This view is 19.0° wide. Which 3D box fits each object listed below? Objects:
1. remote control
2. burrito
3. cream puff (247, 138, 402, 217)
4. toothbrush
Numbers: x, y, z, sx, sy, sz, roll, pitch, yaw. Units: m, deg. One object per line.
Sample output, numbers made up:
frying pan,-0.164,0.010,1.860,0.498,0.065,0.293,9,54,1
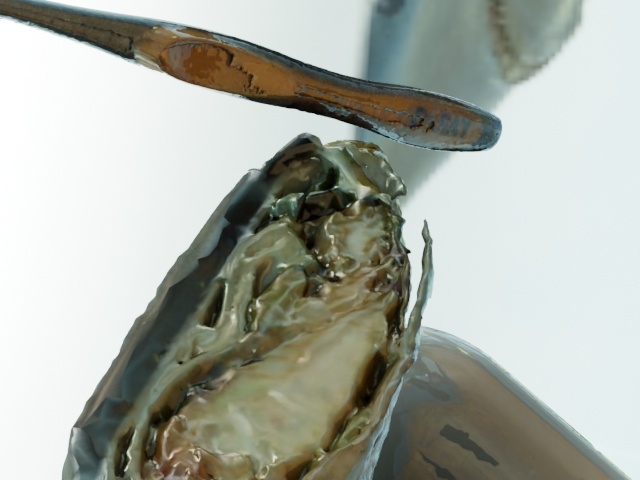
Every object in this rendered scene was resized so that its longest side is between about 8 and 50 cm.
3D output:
remote control,0.090,0.202,1.281,0.332,0.103,0.221,41,-86,0
burrito,-0.043,0.134,0.660,0.175,0.107,0.348,-28,-46,-84
cream puff,0.000,0.000,0.785,0.083,0.058,0.083,27,-106,-52
toothbrush,-0.035,-0.061,0.664,0.321,0.031,0.023,8,-67,-49
